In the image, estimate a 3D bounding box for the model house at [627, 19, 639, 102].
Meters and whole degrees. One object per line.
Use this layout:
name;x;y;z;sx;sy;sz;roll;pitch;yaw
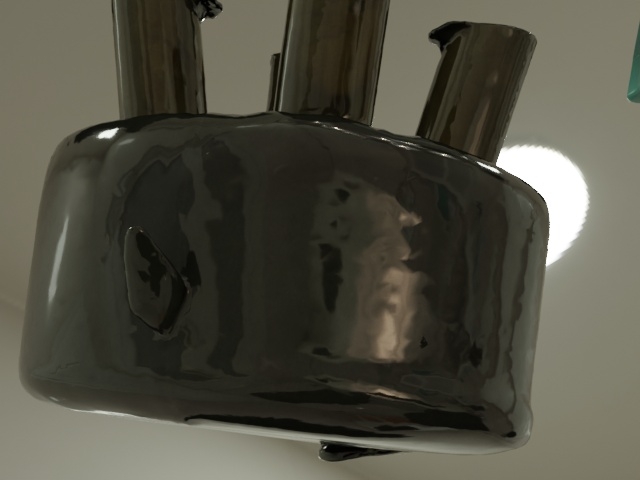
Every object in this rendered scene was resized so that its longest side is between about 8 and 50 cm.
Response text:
model house;0.322;-0.157;1.178;0.149;0.127;0.100;22;-106;-40

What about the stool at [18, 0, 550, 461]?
stool;-0.009;-0.001;0.461;0.153;0.139;0.228;7;-9;-3
